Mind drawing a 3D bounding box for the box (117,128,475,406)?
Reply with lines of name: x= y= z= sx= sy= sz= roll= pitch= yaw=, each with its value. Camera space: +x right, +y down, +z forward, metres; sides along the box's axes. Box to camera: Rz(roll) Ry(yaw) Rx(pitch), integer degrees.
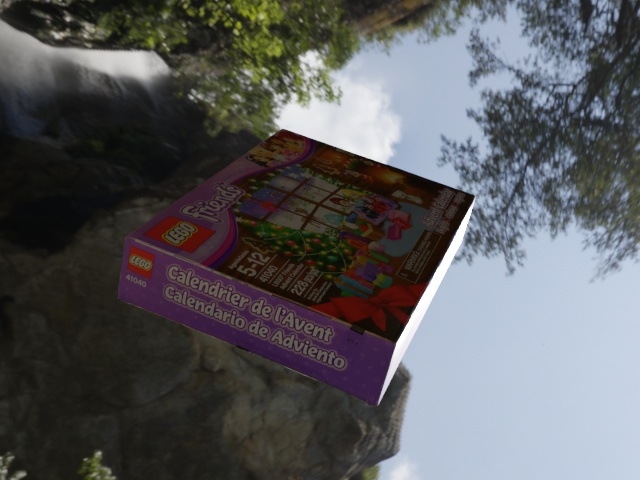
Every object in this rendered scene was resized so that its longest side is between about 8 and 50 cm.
box: x=0.000 y=0.000 z=0.694 sx=0.201 sy=0.293 sz=0.057 roll=20 pitch=-63 yaw=11
